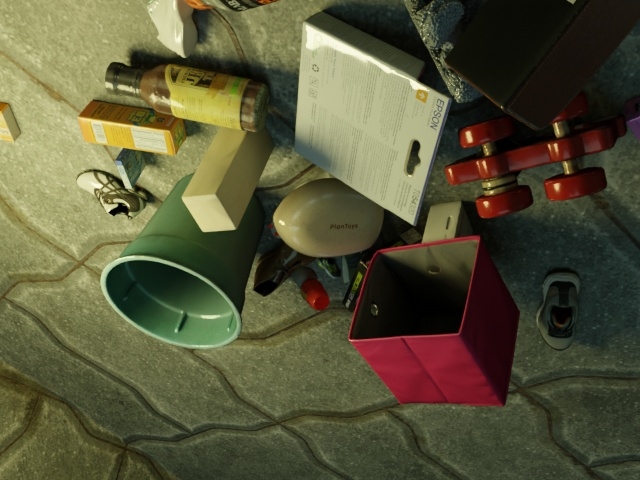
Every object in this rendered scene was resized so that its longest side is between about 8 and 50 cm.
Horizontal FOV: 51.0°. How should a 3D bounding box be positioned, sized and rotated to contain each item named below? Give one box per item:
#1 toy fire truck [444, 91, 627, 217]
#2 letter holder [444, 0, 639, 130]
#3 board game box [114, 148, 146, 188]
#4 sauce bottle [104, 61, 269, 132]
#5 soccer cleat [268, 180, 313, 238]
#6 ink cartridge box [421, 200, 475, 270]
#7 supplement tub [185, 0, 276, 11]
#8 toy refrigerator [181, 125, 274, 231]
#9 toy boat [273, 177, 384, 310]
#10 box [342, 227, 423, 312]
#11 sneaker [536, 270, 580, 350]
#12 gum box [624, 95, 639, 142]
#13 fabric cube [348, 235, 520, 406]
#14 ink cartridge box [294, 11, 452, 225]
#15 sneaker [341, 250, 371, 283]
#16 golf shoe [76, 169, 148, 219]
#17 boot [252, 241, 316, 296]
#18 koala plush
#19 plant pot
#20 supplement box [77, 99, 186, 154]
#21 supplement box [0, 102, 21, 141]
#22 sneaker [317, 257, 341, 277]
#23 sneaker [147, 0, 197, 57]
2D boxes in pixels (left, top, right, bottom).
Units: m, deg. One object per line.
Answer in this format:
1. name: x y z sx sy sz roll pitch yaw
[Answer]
1. toy fire truck: 0.396 -0.163 1.237 0.302 0.254 0.169 -13 97 30
2. letter holder: 0.375 -0.321 0.998 0.214 0.152 0.302 15 119 -44
3. board game box: -0.463 -0.189 1.640 0.020 0.090 0.090 7 139 12
4. sauce bottle: -0.284 -0.311 1.419 0.344 0.111 0.111 12 139 6
5. soccer cleat: -0.052 -0.077 1.641 0.196 0.076 0.068 -46 69 32
6. ink cartridge box: 0.308 0.026 1.551 0.082 0.140 0.191 -7 133 30
7. supplement tub: -0.085 -0.487 1.084 0.316 0.194 0.194 -6 134 27
8. toy refrigerator: -0.196 -0.151 1.444 0.094 0.269 0.102 -4 136 24
9. toy boat: 0.000 0.000 1.567 0.267 0.148 0.318 3 114 -25
10. box: 0.151 0.073 1.637 0.045 0.190 0.184 48 147 20
11. sneaker: 0.588 0.195 1.662 0.100 0.108 0.271 0 138 18
12. gum box: 0.647 -0.201 1.227 0.107 0.062 0.188 -25 124 39
13. fabric cube: 0.252 0.179 1.442 0.259 0.254 0.258 -9 134 33
14. ink cartridge box: 0.097 -0.231 1.308 0.330 0.071 0.324 33 143 20
15. sneaker: 0.095 0.035 1.711 0.086 0.064 0.192 -1 134 4
16. golf shoe: -0.557 -0.118 1.756 0.198 0.094 0.077 19 141 2
17. boot: -0.078 0.058 1.756 0.112 0.115 0.305 36 136 -16
18. koala plush: 0.270 -0.385 1.108 0.221 0.203 0.196 -28 134 16
19. plant pot: -0.302 0.033 1.642 0.341 0.334 0.341 11 138 10
20. supplement box: -0.436 -0.262 1.560 0.233 0.078 0.080 11 136 8
21. supplement box: -0.804 -0.299 1.688 0.062 0.036 0.098 11 140 10
22. sneaker: 0.029 0.071 1.792 0.035 0.031 0.083 -31 124 34
23. sneaker: -0.293 -0.455 1.296 0.094 0.080 0.212 26 142 9
